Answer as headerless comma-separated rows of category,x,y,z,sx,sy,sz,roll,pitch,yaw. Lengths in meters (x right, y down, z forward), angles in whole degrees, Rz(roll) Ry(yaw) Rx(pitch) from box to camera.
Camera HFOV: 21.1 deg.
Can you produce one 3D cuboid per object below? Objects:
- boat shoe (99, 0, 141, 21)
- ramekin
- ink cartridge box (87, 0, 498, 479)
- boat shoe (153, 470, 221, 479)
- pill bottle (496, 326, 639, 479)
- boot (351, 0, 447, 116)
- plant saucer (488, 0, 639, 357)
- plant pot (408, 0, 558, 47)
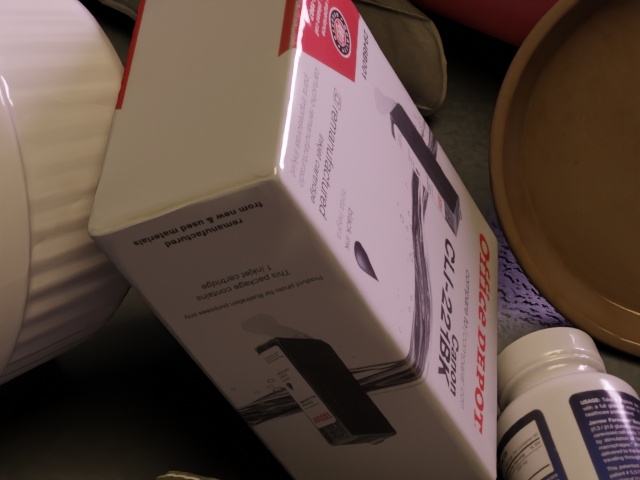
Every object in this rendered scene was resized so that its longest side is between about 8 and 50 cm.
boat shoe,-0.093,-0.173,1.245,0.228,0.081,0.068,43,44,17
ramekin,-0.210,-0.040,0.985,0.127,0.273,0.273,-16,52,-41
ink cartridge box,0.000,0.000,0.970,0.114,0.273,0.197,-16,43,22
boat shoe,0.034,0.202,0.918,0.305,0.109,0.091,27,47,4
pill bottle,0.156,0.137,1.010,0.094,0.094,0.169,-4,49,-16
boot,-0.007,-0.181,1.205,0.208,0.076,0.190,-1,70,-45
plant saucer,0.249,-0.056,1.131,0.277,0.278,0.041,16,8,2
plant pot,0.177,-0.259,1.280,0.243,0.275,0.275,14,46,14
